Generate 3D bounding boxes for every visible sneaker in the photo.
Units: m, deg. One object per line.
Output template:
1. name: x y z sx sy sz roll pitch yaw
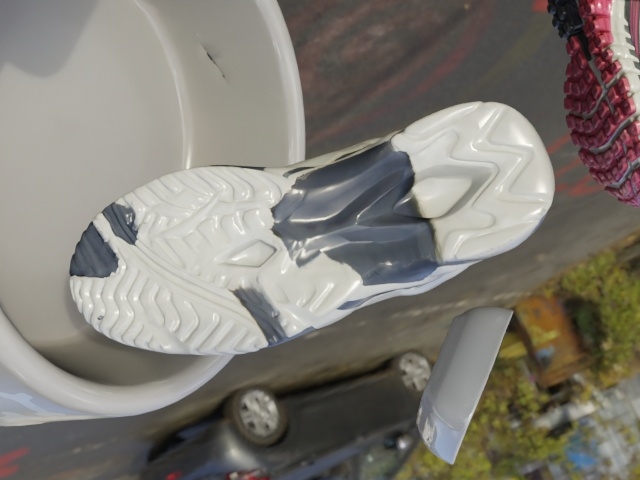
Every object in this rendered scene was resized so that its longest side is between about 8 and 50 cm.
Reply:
1. sneaker: 0.000 0.000 0.533 0.234 0.094 0.153 -23 171 5
2. sneaker: 0.298 -0.179 0.965 0.112 0.299 0.121 -9 178 -14

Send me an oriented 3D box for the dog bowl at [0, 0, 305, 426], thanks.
1. dog bowl: -0.132 -0.054 0.612 0.102 0.349 0.348 5 -177 33

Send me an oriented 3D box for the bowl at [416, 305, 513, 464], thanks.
1. bowl: 0.136 0.138 0.999 0.142 0.053 0.142 89 24 -61
